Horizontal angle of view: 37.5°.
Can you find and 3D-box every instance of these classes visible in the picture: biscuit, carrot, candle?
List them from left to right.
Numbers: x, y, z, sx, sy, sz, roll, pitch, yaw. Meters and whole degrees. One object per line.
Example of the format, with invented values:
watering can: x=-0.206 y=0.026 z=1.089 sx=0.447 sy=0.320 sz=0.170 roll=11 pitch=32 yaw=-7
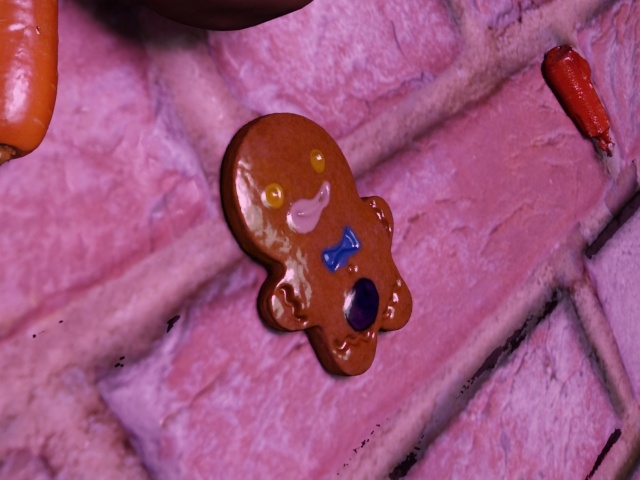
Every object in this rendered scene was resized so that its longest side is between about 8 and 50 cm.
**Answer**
carrot: x=-0.204 y=-0.155 z=0.618 sx=0.067 sy=0.067 sz=0.225 roll=10 pitch=73 yaw=-43
biscuit: x=0.000 y=0.000 z=0.811 sx=0.180 sy=0.039 sz=0.236 roll=-46 pitch=111 yaw=-39
candle: x=0.330 y=-0.168 z=1.163 sx=0.053 sy=0.048 sz=0.162 roll=-42 pitch=116 yaw=-9

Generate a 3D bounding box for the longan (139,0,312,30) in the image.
longan: x=-0.073 y=-0.278 z=0.670 sx=0.248 sy=0.248 sz=0.248 roll=12 pitch=73 yaw=-43
